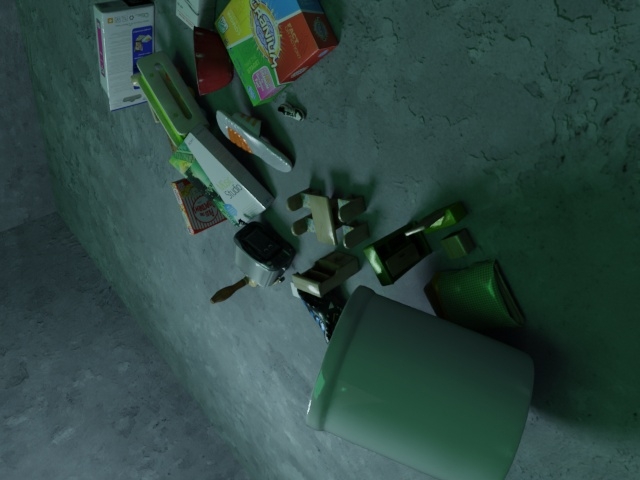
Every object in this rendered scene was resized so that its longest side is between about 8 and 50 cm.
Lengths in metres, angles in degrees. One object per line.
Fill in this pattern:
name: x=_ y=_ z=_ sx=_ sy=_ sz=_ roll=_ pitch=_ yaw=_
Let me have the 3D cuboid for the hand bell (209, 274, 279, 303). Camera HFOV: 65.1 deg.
hand bell: x=-0.271 y=0.147 z=1.700 sx=0.126 sy=0.242 sz=0.126 roll=31 pitch=135 yaw=36

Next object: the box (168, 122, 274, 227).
box: x=-0.320 y=-0.195 z=1.597 sx=0.322 sy=0.058 sz=0.232 roll=47 pitch=147 yaw=-12

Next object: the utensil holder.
utensil holder: x=0.208 y=0.313 z=1.070 sx=0.385 sy=0.328 sz=0.328 roll=19 pitch=132 yaw=14

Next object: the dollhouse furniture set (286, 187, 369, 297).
dollhouse furniture set: x=0.000 y=0.000 z=1.333 sx=0.212 sy=0.161 sz=0.242 roll=15 pitch=125 yaw=45

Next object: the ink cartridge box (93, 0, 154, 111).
ink cartridge box: x=-0.653 y=-0.620 z=1.690 sx=0.069 sy=0.175 sz=0.371 roll=44 pitch=142 yaw=22

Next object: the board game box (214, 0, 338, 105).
board game box: x=-0.119 y=-0.503 z=1.212 sx=0.316 sy=0.064 sz=0.242 roll=-18 pitch=99 yaw=54

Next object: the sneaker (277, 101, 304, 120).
sneaker: x=-0.078 y=-0.331 z=1.306 sx=0.083 sy=0.037 sz=0.032 roll=34 pitch=135 yaw=30

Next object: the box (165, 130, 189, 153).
box: x=-0.518 y=-0.411 z=1.803 sx=0.164 sy=0.021 sz=0.201 roll=9 pitch=120 yaw=47

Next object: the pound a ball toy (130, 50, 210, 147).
pound a ball toy: x=-0.492 y=-0.467 z=1.651 sx=0.319 sy=0.135 sz=0.208 roll=59 pitch=158 yaw=1

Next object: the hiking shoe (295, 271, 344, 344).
hiking shoe: x=0.031 y=0.222 z=1.529 sx=0.304 sy=0.113 sz=0.132 roll=60 pitch=175 yaw=-11

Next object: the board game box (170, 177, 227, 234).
board game box: x=-0.426 y=-0.137 z=1.775 sx=0.045 sy=0.146 sz=0.194 roll=8 pitch=120 yaw=48

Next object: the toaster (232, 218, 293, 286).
toaster: x=-0.201 y=0.046 z=1.631 sx=0.227 sy=0.129 sz=0.147 roll=37 pitch=142 yaw=13

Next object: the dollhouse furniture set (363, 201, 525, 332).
dollhouse furniture set: x=0.265 y=0.098 z=1.083 sx=0.197 sy=0.151 sz=0.302 roll=-25 pitch=94 yaw=55

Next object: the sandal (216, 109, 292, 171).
sandal: x=-0.178 y=-0.294 z=1.434 sx=0.265 sy=0.076 sz=0.102 roll=35 pitch=157 yaw=0

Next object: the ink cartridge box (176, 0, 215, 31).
ink cartridge box: x=-0.346 y=-0.654 z=1.389 sx=0.104 sy=0.060 sz=0.180 roll=45 pitch=142 yaw=20

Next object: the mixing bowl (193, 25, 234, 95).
mixing bowl: x=-0.288 y=-0.491 z=1.372 sx=0.181 sy=0.098 sz=0.182 roll=176 pitch=90 yaw=-83

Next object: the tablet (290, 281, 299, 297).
tablet: x=-0.068 y=0.172 z=1.672 sx=0.083 sy=0.006 sz=0.054 roll=15 pitch=125 yaw=44
